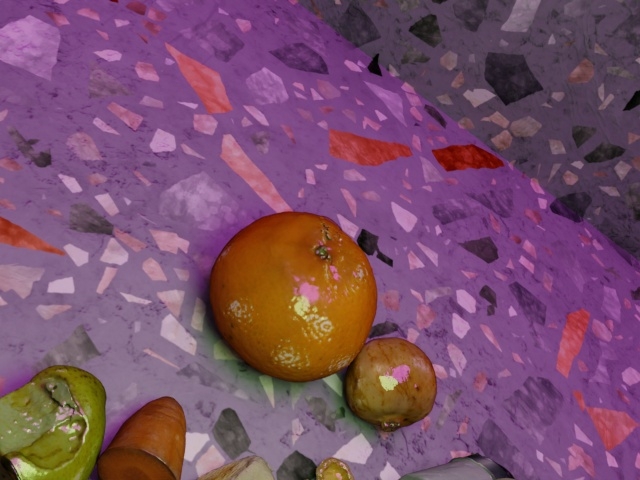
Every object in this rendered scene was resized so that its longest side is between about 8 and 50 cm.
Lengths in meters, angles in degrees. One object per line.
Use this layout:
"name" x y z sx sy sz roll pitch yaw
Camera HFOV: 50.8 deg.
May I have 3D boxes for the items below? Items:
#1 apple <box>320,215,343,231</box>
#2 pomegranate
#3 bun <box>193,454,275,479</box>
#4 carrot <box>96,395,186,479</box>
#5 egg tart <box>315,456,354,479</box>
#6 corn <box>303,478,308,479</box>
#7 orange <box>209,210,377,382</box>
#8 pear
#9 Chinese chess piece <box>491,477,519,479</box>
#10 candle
"apple" 0.000 0.000 1.937 0.153 0.120 0.153 21 45 -22
"pomegranate" 0.175 0.362 1.686 0.248 0.248 0.248 21 44 -23
"bun" -0.182 0.519 1.290 0.244 0.244 0.153 -21 90 -47
"carrot" -0.321 0.395 1.322 0.159 0.159 0.225 36 23 -7
"egg tart" 0.030 0.550 1.541 0.105 0.039 0.105 22 44 -23
"corn" -0.053 0.555 1.474 0.092 0.037 0.037 -23 71 -46
"orange" -0.055 0.125 1.626 0.424 0.326 0.424 23 42 -22
"pear" -0.480 0.357 1.218 0.238 0.164 0.255 49 39 11
"Chinese chess piece" 0.393 0.621 1.432 0.238 0.092 0.237 -2 94 -33
"candle" 0.290 0.623 1.548 0.342 0.221 0.221 2 54 -35
